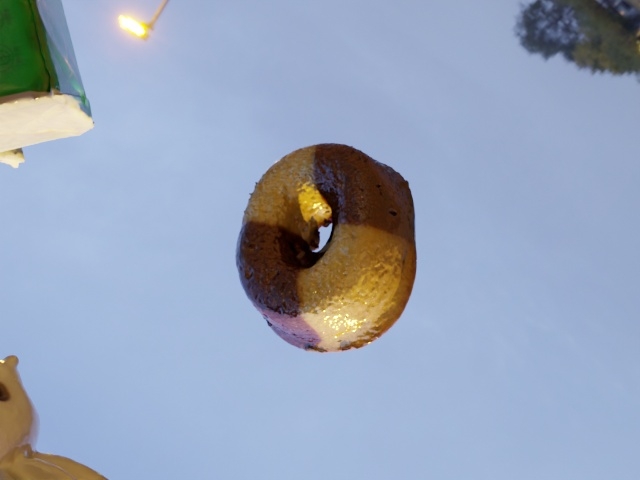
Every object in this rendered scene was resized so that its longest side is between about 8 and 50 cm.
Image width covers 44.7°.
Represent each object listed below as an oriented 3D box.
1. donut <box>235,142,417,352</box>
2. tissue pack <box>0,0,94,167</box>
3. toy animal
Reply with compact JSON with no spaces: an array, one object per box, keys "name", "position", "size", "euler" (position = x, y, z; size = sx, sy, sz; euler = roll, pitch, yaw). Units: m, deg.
[{"name":"donut","position":[0.000,0.000,0.667],"size":[0.073,0.166,0.184],"euler":[39,-120,-53]},{"name":"tissue pack","position":[-0.211,-0.138,0.393],"size":[0.156,0.148,0.209],"euler":[158,96,-82]},{"name":"toy animal","position":[-0.221,0.139,0.545],"size":[0.221,0.130,0.104],"euler":[23,169,-3]}]
